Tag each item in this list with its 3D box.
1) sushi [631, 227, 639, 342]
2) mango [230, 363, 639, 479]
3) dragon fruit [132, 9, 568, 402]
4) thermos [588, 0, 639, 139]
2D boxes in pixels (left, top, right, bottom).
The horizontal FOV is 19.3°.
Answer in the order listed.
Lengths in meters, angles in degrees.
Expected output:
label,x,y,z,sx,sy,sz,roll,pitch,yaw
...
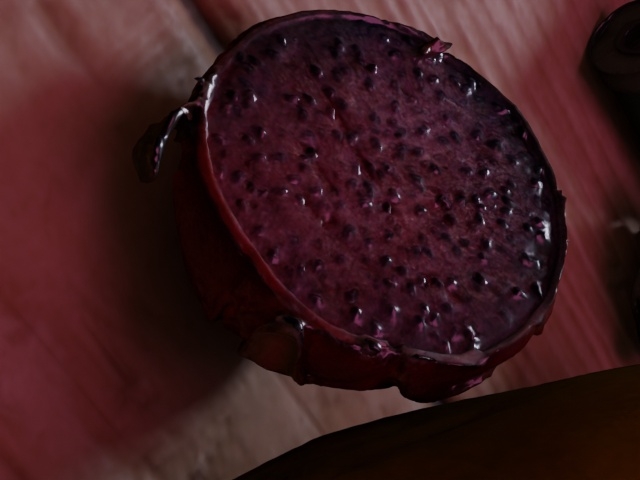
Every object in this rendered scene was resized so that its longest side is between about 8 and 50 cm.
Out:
label,x,y,z,sx,sy,sz,roll,pitch,yaw
sushi,0.328,0.074,1.430,0.332,0.124,0.130,40,45,-44
mango,0.112,0.179,0.937,0.445,0.301,0.221,-18,92,-11
dragon fruit,0.004,0.001,1.007,0.218,0.148,0.223,51,51,4
thermos,0.269,-0.092,1.381,0.188,0.083,0.073,51,31,-43
